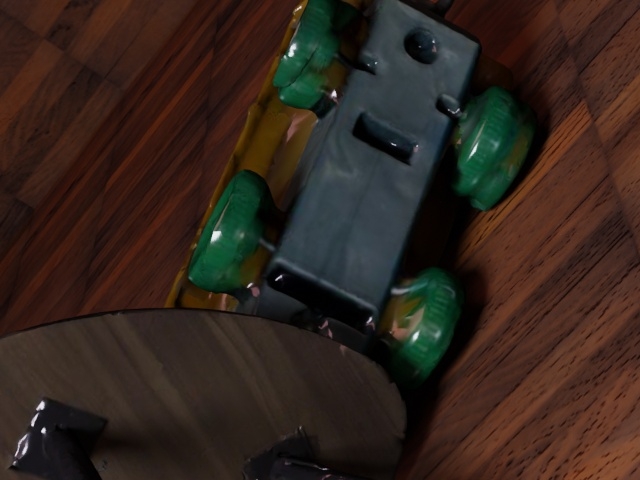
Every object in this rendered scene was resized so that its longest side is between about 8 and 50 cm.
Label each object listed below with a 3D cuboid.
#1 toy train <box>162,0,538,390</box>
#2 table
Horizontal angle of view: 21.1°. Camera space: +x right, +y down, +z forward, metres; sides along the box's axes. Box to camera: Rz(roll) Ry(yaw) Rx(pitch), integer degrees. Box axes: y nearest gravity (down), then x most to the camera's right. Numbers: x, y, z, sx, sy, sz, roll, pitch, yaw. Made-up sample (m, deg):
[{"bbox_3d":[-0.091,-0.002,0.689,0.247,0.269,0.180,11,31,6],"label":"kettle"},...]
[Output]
[{"bbox_3d":[0.000,0.000,1.194,0.249,0.178,0.429,-48,17,59],"label":"toy train"},{"bbox_3d":[-0.021,0.182,0.880,0.317,0.317,0.249,-59,31,-6],"label":"table"}]
